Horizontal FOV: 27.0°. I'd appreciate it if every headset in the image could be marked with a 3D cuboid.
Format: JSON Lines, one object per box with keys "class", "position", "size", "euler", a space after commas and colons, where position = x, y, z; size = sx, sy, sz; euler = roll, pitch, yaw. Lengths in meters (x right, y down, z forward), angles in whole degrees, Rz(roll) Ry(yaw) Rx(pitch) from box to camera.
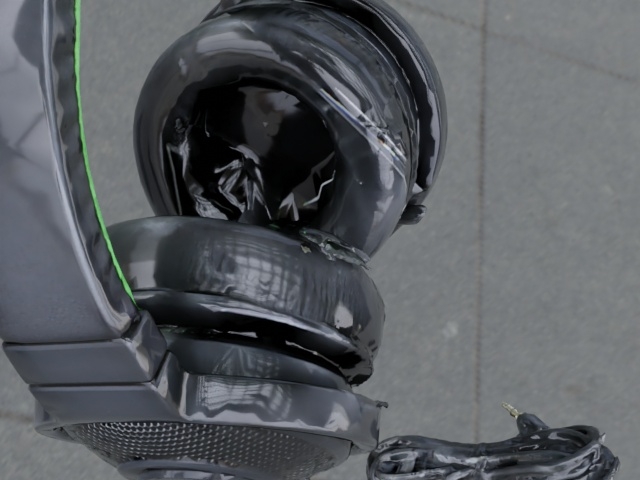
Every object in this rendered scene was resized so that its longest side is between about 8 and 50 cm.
{"class": "headset", "position": [0.000, 0.000, 0.540], "size": [0.185, 0.394, 0.243], "euler": [-3, 48, 23]}
